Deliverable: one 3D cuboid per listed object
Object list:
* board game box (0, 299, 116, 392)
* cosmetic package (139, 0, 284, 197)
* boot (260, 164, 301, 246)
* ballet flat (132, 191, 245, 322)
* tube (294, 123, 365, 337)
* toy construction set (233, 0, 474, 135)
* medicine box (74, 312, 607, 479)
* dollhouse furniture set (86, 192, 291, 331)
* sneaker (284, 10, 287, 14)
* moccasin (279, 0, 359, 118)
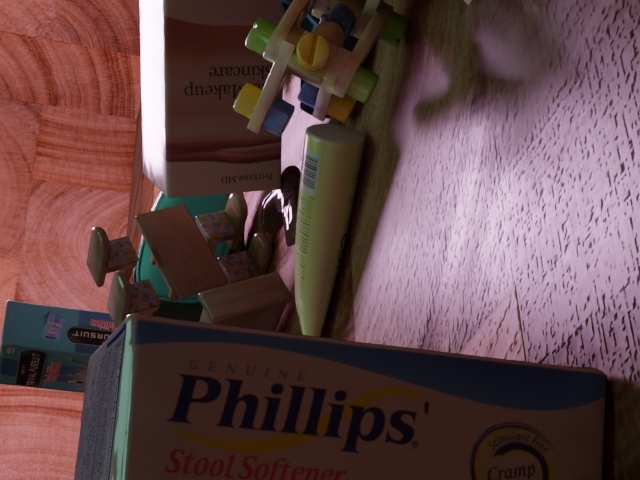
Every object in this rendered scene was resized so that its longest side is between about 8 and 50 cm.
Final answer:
[{"bbox_3d":[-0.371,0.197,1.949,0.254,0.336,0.079,127,148,-63],"label":"board game box"},{"bbox_3d":[-0.131,-0.212,1.376,0.129,0.153,0.296,-139,46,-61],"label":"cosmetic package"},{"bbox_3d":[-0.042,-0.021,1.398,0.114,0.037,0.106,-106,30,-50],"label":"boot"},{"bbox_3d":[-0.201,0.117,1.715,0.182,0.164,0.483,44,-125,-69],"label":"ballet flat"},{"bbox_3d":[0.000,0.000,1.191,0.070,0.062,0.240,-24,-51,-53],"label":"tube"},{"bbox_3d":[0.039,-0.228,0.962,0.215,0.151,0.328,-61,13,-26],"label":"toy construction set"},{"bbox_3d":[-0.011,0.144,0.709,0.289,0.263,0.149,148,128,-72],"label":"medicine box"},{"bbox_3d":[-0.154,0.039,1.471,0.242,0.212,0.161,58,148,27],"label":"dollhouse furniture set"},{"bbox_3d":[-0.022,-0.374,1.379,0.153,0.101,0.268,-107,32,-65],"label":"sneaker"},{"bbox_3d":[-0.002,-0.302,1.230,0.138,0.117,0.342,161,117,-74],"label":"moccasin"}]
